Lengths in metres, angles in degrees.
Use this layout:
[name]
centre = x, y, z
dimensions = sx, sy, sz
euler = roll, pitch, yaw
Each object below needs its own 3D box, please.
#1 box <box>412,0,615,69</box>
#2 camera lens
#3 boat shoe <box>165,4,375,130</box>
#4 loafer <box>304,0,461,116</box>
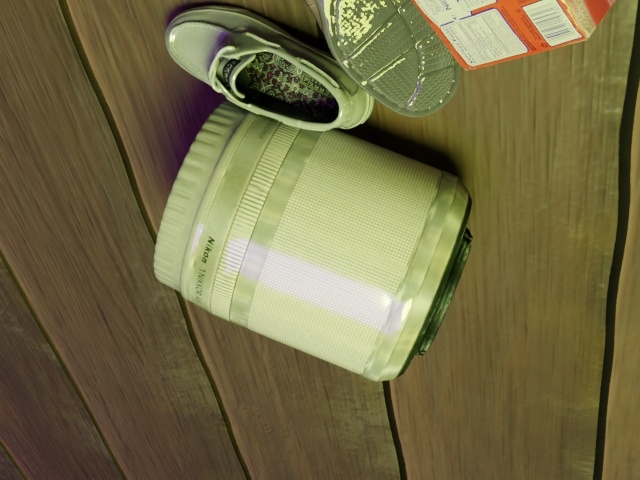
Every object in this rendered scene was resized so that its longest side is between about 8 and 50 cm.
[box]
centre = 0.102, -0.261, 0.608
dimensions = 0.257, 0.123, 0.128
euler = 47, 156, -22
[camera lens]
centre = 0.000, 0.000, 0.872
dimensions = 0.274, 0.219, 0.219
euler = 22, 138, 4
[boat shoe]
centre = -0.060, -0.163, 0.813
dimensions = 0.227, 0.081, 0.079
euler = 24, 115, 18
[loafer]
centre = 0.019, -0.239, 0.739
dimensions = 0.109, 0.095, 0.302
euler = -36, 119, 12
